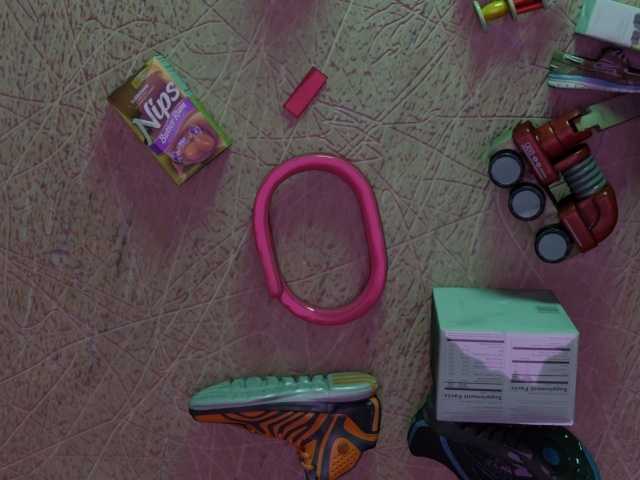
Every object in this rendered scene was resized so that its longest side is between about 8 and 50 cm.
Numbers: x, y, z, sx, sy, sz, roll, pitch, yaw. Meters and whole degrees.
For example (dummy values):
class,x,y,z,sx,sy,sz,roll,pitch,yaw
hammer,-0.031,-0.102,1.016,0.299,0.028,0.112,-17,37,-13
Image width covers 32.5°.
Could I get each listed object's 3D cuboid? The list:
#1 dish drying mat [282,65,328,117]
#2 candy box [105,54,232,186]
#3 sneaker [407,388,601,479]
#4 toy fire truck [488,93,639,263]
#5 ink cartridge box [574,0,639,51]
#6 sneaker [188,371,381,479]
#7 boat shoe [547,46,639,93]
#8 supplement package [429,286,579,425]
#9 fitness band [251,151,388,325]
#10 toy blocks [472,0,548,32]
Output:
class,x,y,z,sx,sy,sz,roll,pitch,yaw
dish drying mat,-0.024,-0.239,1.774,0.032,0.008,0.083,37,102,-4
candy box,-0.244,-0.193,1.774,0.109,0.053,0.186,-38,96,11
sneaker,0.308,0.357,1.841,0.341,0.125,0.139,28,129,-5
toy fire truck,0.412,-0.115,1.719,0.246,0.158,0.217,-30,98,19
ink cartridge box,0.491,-0.319,1.678,0.181,0.104,0.061,16,103,-1
sneaker,-0.057,0.324,1.833,0.321,0.124,0.180,-3,100,4
boat shoe,0.448,-0.266,1.707,0.183,0.066,0.066,3,105,6
supplement package,0.278,0.174,1.712,0.204,0.262,0.145,2,102,3
fitness band,0.000,0.000,1.803,0.209,0.054,0.290,-11,102,3
toy blocks,0.301,-0.404,1.697,0.148,0.054,0.123,-20,100,7
